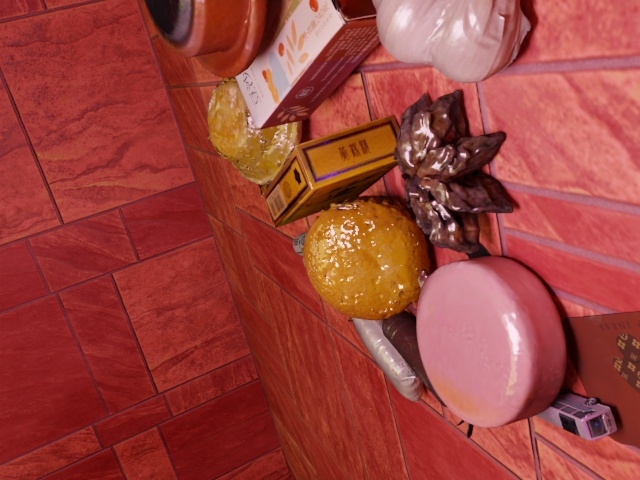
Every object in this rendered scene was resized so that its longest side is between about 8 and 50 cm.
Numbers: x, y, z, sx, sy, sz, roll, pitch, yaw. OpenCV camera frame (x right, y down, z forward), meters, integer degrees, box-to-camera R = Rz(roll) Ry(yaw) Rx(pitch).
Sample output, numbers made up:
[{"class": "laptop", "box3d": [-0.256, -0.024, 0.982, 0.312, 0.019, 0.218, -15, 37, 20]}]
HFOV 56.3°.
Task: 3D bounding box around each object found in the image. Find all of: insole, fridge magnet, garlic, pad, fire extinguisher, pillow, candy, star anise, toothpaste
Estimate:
[{"class": "insole", "box3d": [0.238, 0.012, 0.954, 0.153, 0.002, 0.053, 50, 154, 43]}, {"class": "fridge magnet", "box3d": [-0.196, -0.444, 0.964, 0.363, 0.155, 0.364, 39, 140, 43]}, {"class": "garlic", "box3d": [0.132, -0.293, 0.713, 0.178, 0.142, 0.230, 98, 155, -58]}, {"class": "pad", "box3d": [0.392, 0.166, 0.694, 0.181, 0.004, 0.267, 68, 162, 5]}, {"class": "fire extinguisher", "box3d": [0.215, 0.250, 1.154, 0.268, 0.072, 0.089, 49, 132, 45]}, {"class": "pillow", "box3d": [0.145, 0.232, 1.325, 0.254, 0.078, 0.144, 56, 179, 34]}, {"class": "candy", "box3d": [0.236, 0.139, 0.876, 0.255, 0.094, 0.256, 21, 114, 61]}, {"class": "star anise", "box3d": [0.171, -0.093, 0.876, 0.236, 0.108, 0.223, 59, 155, 32]}, {"class": "toothpaste", "box3d": [0.000, 0.000, 1.508, 0.392, 0.061, 0.099, 167, 110, -70]}]

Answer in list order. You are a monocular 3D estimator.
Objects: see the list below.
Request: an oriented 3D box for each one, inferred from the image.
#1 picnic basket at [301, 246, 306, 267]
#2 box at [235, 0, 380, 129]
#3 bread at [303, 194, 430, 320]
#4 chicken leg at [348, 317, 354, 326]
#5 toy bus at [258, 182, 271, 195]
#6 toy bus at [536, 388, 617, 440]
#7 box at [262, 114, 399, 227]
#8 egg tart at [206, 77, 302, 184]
[{"class": "picnic basket", "box3d": [0.049, 0.032, 1.226, 0.115, 0.164, 0.080, -120, 5, -71]}, {"class": "box", "box3d": [-0.059, -0.430, 1.025, 0.385, 0.122, 0.345, -30, 81, 62]}, {"class": "bread", "box3d": [0.085, 0.029, 1.090, 0.139, 0.239, 0.240, -59, -45, -68]}, {"class": "chicken leg", "box3d": [0.072, 0.100, 1.433, 0.106, 0.051, 0.253, 43, 148, 45]}, {"class": "toy bus", "box3d": [-0.140, -0.231, 1.590, 0.201, 0.098, 0.114, 67, 159, 11]}, {"class": "toy bus", "box3d": [0.341, 0.235, 0.821, 0.130, 0.052, 0.037, 177, 74, -77]}, {"class": "box", "box3d": [0.016, -0.120, 1.126, 0.084, 0.192, 0.301, 67, 161, 4]}, {"class": "egg tart", "box3d": [-0.172, -0.289, 1.426, 0.341, 0.132, 0.342, 9, 101, 50]}]
